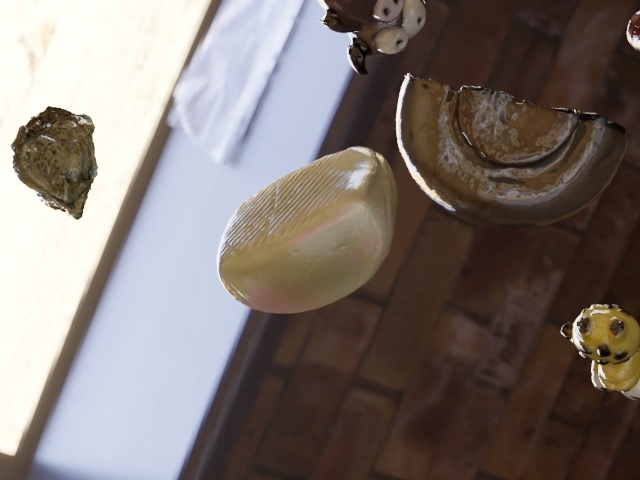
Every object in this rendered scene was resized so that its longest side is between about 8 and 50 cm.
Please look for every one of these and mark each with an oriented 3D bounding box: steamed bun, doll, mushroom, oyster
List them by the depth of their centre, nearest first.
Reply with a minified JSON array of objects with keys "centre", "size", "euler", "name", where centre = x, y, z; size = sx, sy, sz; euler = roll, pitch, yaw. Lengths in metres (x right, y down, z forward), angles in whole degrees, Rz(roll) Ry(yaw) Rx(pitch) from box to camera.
[{"centre":[0.151,-0.067,1.097],"size":[0.141,0.188,0.117],"euler":[-55,-25,-77],"name":"mushroom"},{"centre":[0.000,0.000,1.661],"size":[0.239,0.152,0.170],"euler":[-23,31,23],"name":"steamed bun"},{"centre":[0.399,0.152,1.820],"size":[0.117,0.291,0.086],"euler":[11,74,24],"name":"doll"},{"centre":[-0.373,-0.113,1.902],"size":[0.064,0.125,0.177],"euler":[77,-162,-60],"name":"oyster"},{"centre":[0.072,-0.381,2.070],"size":[0.182,0.257,0.117],"euler":[-49,35,-14],"name":"doll"}]

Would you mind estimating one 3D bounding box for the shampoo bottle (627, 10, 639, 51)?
[{"centre":[0.458,-0.230,1.615],"size":[0.260,0.064,0.102],"euler":[-131,33,-64],"name":"shampoo bottle"}]
